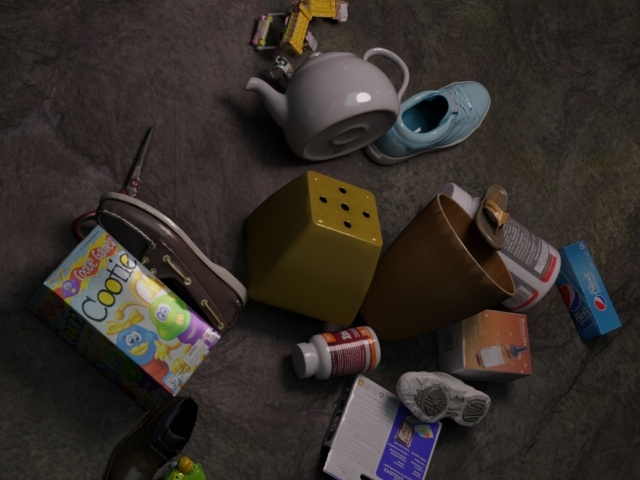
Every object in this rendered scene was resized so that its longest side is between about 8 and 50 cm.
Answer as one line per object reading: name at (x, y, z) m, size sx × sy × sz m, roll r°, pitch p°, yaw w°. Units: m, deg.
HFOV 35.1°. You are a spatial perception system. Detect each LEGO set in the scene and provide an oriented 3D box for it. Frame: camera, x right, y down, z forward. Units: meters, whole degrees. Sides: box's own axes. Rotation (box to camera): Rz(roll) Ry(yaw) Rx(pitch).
LEGO set at (-0.051, -0.448, 2.115) m, size 0.287 × 0.107 × 0.132 m, roll -60°, pitch 139°, yaw -36°

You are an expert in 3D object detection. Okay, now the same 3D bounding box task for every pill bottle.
pill bottle at (0.344, 0.011, 2.104) m, size 0.283 × 0.161 × 0.161 m, roll 34°, pitch 58°, yaw -14°
pill bottle at (0.028, 0.212, 1.887) m, size 0.152 × 0.086 × 0.086 m, roll -8°, pitch 76°, yaw -24°

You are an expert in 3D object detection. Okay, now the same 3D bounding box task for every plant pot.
plant pot at (0.000, 0.000, 1.855) m, size 0.212 × 0.187 × 0.212 m, roll 18°, pitch 41°, yaw -23°
plant pot at (0.201, 0.077, 1.932) m, size 0.237 × 0.254 × 0.237 m, roll 44°, pitch 20°, yaw -21°

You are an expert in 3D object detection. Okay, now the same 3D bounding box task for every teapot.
teapot at (0.027, -0.287, 1.996) m, size 0.256 × 0.252 × 0.187 m, roll 9°, pitch 57°, yaw -62°

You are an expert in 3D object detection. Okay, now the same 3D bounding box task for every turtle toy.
turtle toy at (-0.239, 0.420, 1.671) m, size 0.130 × 0.066 × 0.095 m, roll -53°, pitch 124°, yaw -31°

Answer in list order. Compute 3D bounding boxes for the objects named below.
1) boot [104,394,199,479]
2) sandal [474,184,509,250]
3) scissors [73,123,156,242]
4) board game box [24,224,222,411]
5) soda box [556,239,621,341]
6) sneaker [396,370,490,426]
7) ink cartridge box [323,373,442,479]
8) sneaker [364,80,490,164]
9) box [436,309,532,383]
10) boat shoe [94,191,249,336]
boot at (-0.277, 0.340, 1.656) m, size 0.082 × 0.106 × 0.219 m, roll 38°, pitch 57°, yaw -12°
sandal at (0.349, -0.055, 1.999) m, size 0.072 × 0.049 × 0.180 m, roll 36°, pitch 43°, yaw -14°
scissors at (-0.339, -0.082, 1.839) m, size 0.109 × 0.021 × 0.297 m, roll 38°, pitch 56°, yaw -11°
board game box at (-0.329, 0.134, 1.684) m, size 0.275 × 0.144 × 0.142 m, roll 43°, pitch 57°, yaw -8°
soda box at (0.586, 0.112, 2.260) m, size 0.071 × 0.067 × 0.210 m, roll -17°, pitch 80°, yaw -33°
sneaker at (0.217, 0.295, 1.957) m, size 0.232 × 0.115 × 0.090 m, roll 24°, pitch 97°, yaw -39°
ink cartridge box at (0.111, 0.387, 1.896) m, size 0.206 × 0.045 × 0.208 m, roll 33°, pitch 57°, yaw -15°
sneaker at (0.264, -0.268, 2.171) m, size 0.366 × 0.150 × 0.135 m, roll -31°, pitch 89°, yaw -34°
box at (0.332, 0.214, 2.061) m, size 0.170 × 0.091 × 0.130 m, roll 8°, pitch 68°, yaw -27°
boat shoe at (-0.268, 0.046, 1.762) m, size 0.324 × 0.116 × 0.097 m, roll 42°, pitch 57°, yaw -23°
